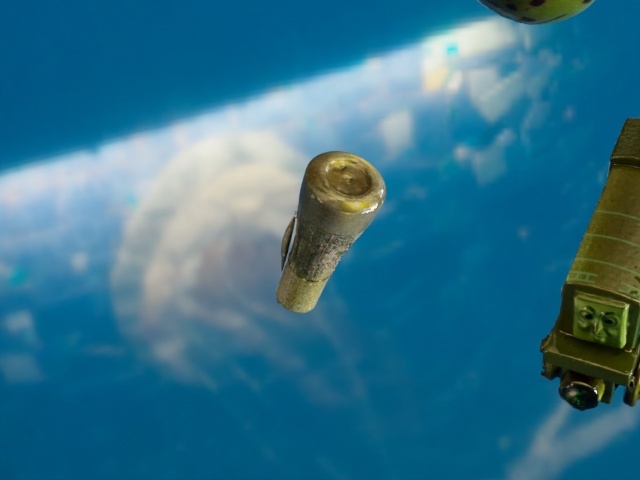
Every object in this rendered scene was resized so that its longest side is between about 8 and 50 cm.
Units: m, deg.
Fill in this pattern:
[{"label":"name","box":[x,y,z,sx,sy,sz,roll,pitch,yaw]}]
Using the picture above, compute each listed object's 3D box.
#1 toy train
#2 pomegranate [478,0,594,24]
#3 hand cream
[{"label":"toy train","box":[0.233,0.022,1.265,0.090,0.137,0.225,16,-132,14]},{"label":"pomegranate","box":[0.296,-0.381,2.002,0.305,0.242,0.242,3,-142,11]},{"label":"hand cream","box":[0.000,0.000,1.693,0.084,0.203,0.084,10,-131,-12]}]
